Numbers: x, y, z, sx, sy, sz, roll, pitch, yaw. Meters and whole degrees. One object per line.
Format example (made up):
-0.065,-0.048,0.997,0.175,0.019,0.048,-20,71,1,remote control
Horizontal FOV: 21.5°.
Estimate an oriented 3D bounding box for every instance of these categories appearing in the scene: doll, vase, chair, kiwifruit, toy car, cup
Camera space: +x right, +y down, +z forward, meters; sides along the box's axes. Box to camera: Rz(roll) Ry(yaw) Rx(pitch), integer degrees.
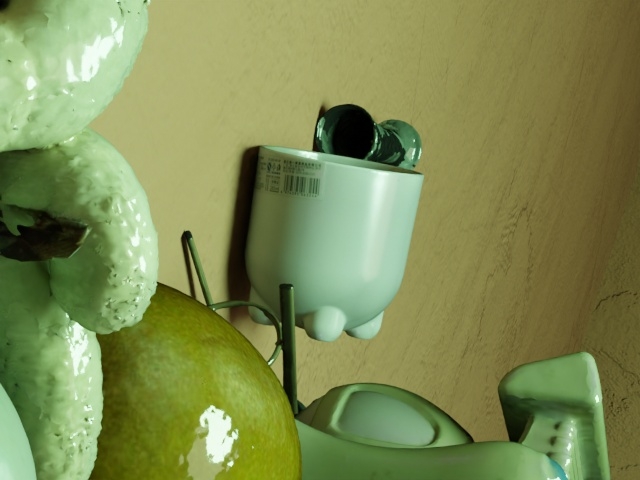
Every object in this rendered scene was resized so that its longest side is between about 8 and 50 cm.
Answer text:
-0.154,-0.015,0.742,0.149,0.175,0.278,-70,160,-72,doll
0.047,-0.090,1.559,0.167,0.059,0.059,2,98,-73,vase
-0.066,0.106,1.275,0.095,0.104,0.221,-44,143,-23,chair
-0.110,0.121,0.962,0.234,0.196,0.196,58,44,-71,kiwifruit
0.020,0.184,1.170,0.242,0.336,0.226,68,34,-59,toy car
-0.007,0.000,1.373,0.134,0.173,0.142,4,99,-41,cup

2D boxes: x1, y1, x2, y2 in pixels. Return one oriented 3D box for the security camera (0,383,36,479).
-0.219,0.118,0.621,0.197,0.191,0.277,-53,-176,41,security camera
